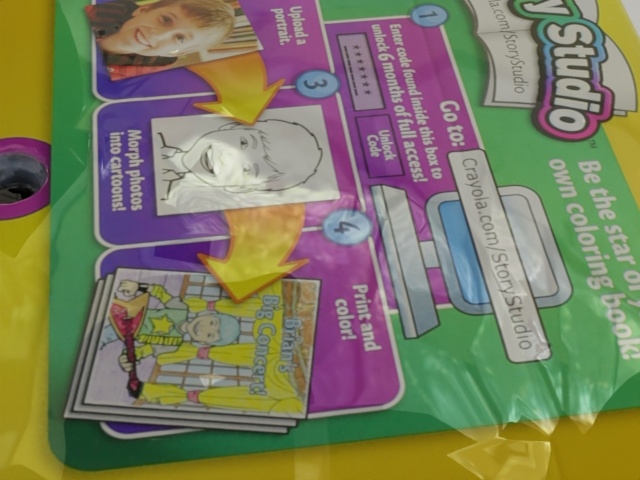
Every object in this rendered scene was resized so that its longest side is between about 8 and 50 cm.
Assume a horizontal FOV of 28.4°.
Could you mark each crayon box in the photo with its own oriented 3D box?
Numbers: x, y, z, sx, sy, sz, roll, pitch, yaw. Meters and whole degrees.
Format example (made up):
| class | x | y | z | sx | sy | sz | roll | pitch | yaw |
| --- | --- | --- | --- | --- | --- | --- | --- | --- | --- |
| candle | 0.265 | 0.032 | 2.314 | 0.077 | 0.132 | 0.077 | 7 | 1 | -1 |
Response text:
| class | x | y | z | sx | sy | sz | roll | pitch | yaw |
| --- | --- | --- | --- | --- | --- | --- | --- | --- | --- |
| crayon box | 0.000 | 0.000 | 0.543 | 0.313 | 0.363 | 0.106 | -5 | -44 | -5 |
